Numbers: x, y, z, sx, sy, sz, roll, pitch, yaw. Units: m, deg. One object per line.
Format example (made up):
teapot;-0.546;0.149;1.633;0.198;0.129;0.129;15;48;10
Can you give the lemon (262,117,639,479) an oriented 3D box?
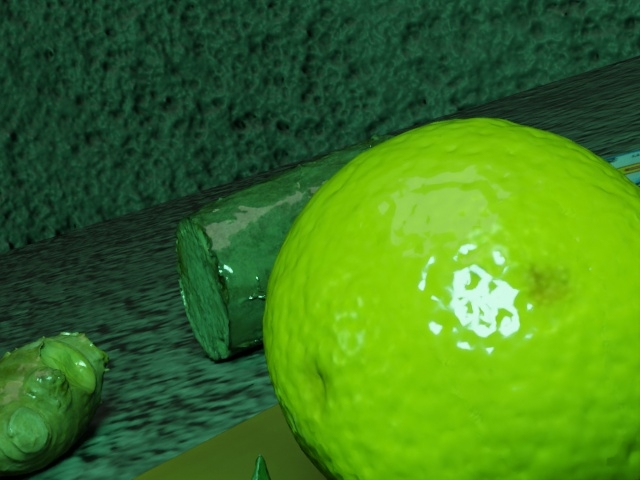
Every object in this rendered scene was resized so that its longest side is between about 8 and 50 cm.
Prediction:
lemon;0.092;0.057;0.744;0.228;0.228;0.253;-23;39;-24

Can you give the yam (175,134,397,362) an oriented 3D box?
yam;0.000;0.000;1.495;0.304;0.168;0.168;-25;10;-20

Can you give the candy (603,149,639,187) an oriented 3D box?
candy;0.208;0.018;0.998;0.157;0.100;0.306;-14;13;18

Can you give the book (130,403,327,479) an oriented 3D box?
book;0.028;0.138;1.021;0.374;0.028;0.262;-25;11;-30

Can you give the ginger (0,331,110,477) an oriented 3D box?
ginger;-0.263;0.152;1.311;0.157;0.102;0.216;-44;4;23

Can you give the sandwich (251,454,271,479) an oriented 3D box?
sandwich;-0.046;0.174;0.687;0.074;0.116;0.074;-18;9;5
